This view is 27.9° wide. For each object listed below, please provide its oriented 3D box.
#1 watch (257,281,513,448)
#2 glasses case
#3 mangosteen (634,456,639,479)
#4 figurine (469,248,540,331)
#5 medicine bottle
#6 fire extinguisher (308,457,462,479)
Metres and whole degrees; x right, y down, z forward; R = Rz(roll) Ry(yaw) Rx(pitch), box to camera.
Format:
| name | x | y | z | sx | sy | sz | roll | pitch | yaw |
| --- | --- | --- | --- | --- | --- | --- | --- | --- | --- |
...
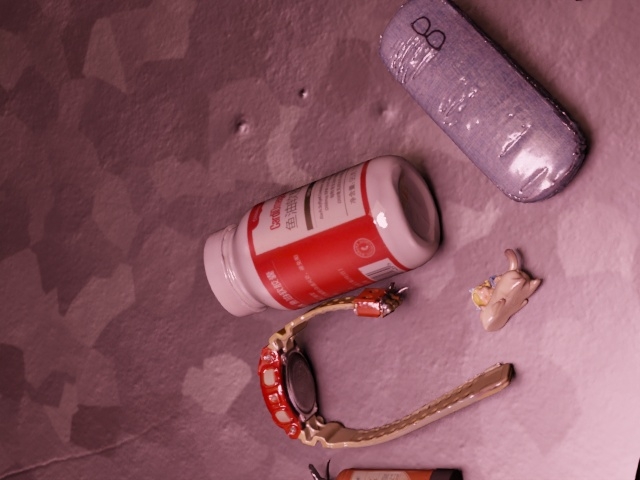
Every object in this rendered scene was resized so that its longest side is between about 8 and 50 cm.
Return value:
| name | x | y | z | sx | sy | sz | roll | pitch | yaw |
| --- | --- | --- | --- | --- | --- | --- | --- | --- | --- |
| watch | 0.060 | 0.134 | 1.416 | 0.268 | 0.102 | 0.165 | -26 | 91 | 23 |
| glasses case | 0.172 | -0.157 | 1.397 | 0.109 | 0.067 | 0.282 | -48 | 64 | 19 |
| mangosteen | 0.420 | 0.213 | 1.117 | 0.297 | 0.313 | 0.297 | 4 | 123 | 7 |
| figurine | 0.193 | 0.054 | 1.382 | 0.083 | 0.047 | 0.050 | -51 | 49 | 23 |
| medicine bottle | 0.000 | 0.000 | 1.440 | 0.250 | 0.131 | 0.131 | -20 | 76 | 26 |
| fire extinguisher | 0.068 | 0.272 | 1.422 | 0.177 | 0.050 | 0.062 | -4 | 102 | 28 |
